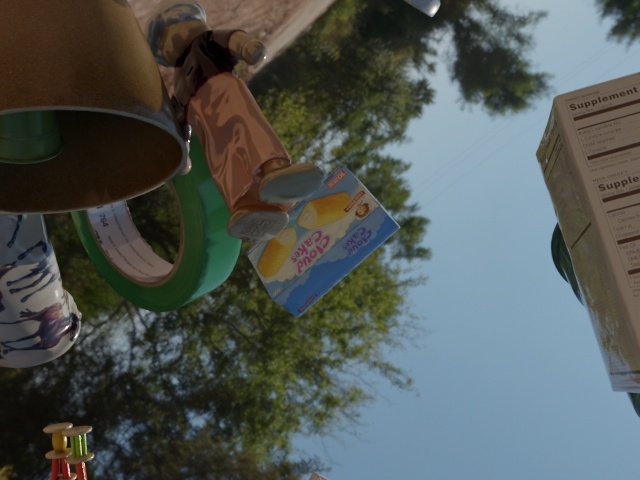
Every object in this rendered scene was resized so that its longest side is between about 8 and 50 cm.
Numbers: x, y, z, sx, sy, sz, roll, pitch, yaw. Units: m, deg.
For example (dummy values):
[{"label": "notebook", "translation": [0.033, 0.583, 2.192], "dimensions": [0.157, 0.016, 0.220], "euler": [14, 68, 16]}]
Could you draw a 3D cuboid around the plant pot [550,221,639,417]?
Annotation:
[{"label": "plant pot", "translation": [0.570, 0.098, 0.956], "dimensions": [0.341, 0.341, 0.334], "euler": [-35, -149, 31]}]

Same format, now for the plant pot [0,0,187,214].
[{"label": "plant pot", "translation": [-0.264, -0.182, 0.581], "dimensions": [0.237, 0.254, 0.237], "euler": [-11, 167, -3]}]

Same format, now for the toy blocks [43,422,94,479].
[{"label": "toy blocks", "translation": [-0.473, 0.428, 1.159], "dimensions": [0.123, 0.148, 0.054], "euler": [-7, 178, 38]}]

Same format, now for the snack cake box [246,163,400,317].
[{"label": "snack cake box", "translation": [0.000, 0.000, 1.179], "dimensions": [0.264, 0.089, 0.152], "euler": [-42, -135, 6]}]

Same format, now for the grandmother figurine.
[{"label": "grandmother figurine", "translation": [-0.125, -0.161, 0.727], "dimensions": [0.208, 0.342, 0.104], "euler": [-41, 151, 25]}]

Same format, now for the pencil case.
[{"label": "pencil case", "translation": [-0.487, 0.016, 0.949], "dimensions": [0.183, 0.160, 0.410], "euler": [-32, 140, -35]}]

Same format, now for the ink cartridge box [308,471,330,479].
[{"label": "ink cartridge box", "translation": [-0.006, 0.515, 1.174], "dimensions": [0.115, 0.067, 0.198], "euler": [-62, 174, -18]}]

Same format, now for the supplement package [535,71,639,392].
[{"label": "supplement package", "translation": [0.289, -0.007, 0.517], "dimensions": [0.133, 0.244, 0.139], "euler": [-14, 165, 9]}]

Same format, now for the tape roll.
[{"label": "tape roll", "translation": [-0.258, -0.055, 0.917], "dimensions": [0.321, 0.321, 0.077], "euler": [-32, 176, 42]}]

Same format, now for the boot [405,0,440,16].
[{"label": "boot", "translation": [0.069, -0.379, 0.702], "dimensions": [0.123, 0.258, 0.095], "euler": [-52, -152, 18]}]

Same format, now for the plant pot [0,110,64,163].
[{"label": "plant pot", "translation": [-0.260, -0.120, 0.522], "dimensions": [0.083, 0.083, 0.079], "euler": [-63, 174, -58]}]
